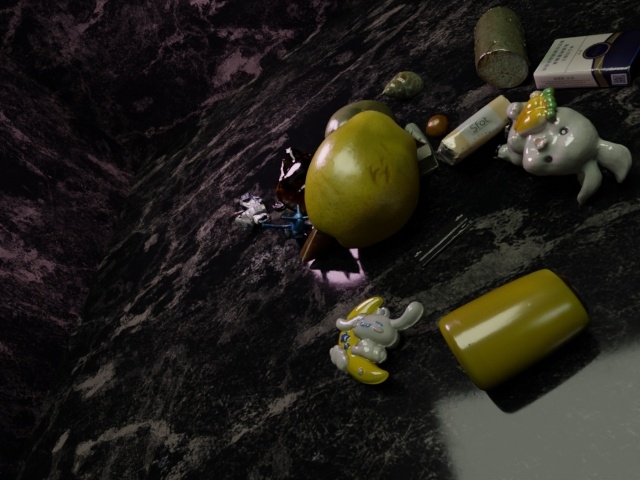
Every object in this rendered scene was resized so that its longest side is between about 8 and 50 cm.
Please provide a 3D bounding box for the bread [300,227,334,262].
[{"bbox_3d":[0.000,0.001,1.419,0.119,0.192,0.067,-27,70,-32],"label":"bread"}]

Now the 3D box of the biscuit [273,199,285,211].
[{"bbox_3d":[-0.172,-0.170,1.787,0.089,0.027,0.087,-25,44,25],"label":"biscuit"}]

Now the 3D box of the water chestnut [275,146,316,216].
[{"bbox_3d":[-0.036,-0.226,1.540,0.289,0.244,0.289,-22,40,19],"label":"water chestnut"}]

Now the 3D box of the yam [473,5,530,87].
[{"bbox_3d":[0.624,-0.665,1.394,0.168,0.168,0.304,-13,48,34],"label":"yam"}]

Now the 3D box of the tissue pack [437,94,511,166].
[{"bbox_3d":[0.472,-0.326,1.234,0.222,0.186,0.090,-36,84,11],"label":"tissue pack"}]

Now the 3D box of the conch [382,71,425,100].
[{"bbox_3d":[0.347,-0.649,1.681,0.173,0.106,0.116,-13,67,16],"label":"conch"}]

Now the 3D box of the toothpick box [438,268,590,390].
[{"bbox_3d":[0.410,0.180,0.850,0.271,0.175,0.175,-33,40,11],"label":"toothpick box"}]

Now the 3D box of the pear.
[{"bbox_3d":[0.134,-0.182,1.268,0.362,0.363,0.418,28,95,50],"label":"pear"}]

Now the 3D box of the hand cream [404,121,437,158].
[{"bbox_3d":[0.360,-0.368,1.451,0.050,0.080,0.234,-38,35,15],"label":"hand cream"}]

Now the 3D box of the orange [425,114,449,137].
[{"bbox_3d":[0.416,-0.405,1.428,0.085,0.085,0.085,-24,44,25],"label":"orange"}]

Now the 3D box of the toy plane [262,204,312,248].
[{"bbox_3d":[-0.085,-0.047,1.480,0.254,0.271,0.104,-5,71,-8],"label":"toy plane"}]

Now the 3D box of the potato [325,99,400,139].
[{"bbox_3d":[0.169,-0.400,1.500,0.243,0.220,0.326,33,43,26],"label":"potato"}]

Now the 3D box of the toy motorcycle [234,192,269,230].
[{"bbox_3d":[-0.323,-0.131,1.842,0.150,0.102,0.221,-24,42,-6],"label":"toy motorcycle"}]

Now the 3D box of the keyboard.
[{"bbox_3d":[0.360,-0.003,1.178,0.198,0.010,0.063,-42,37,5],"label":"keyboard"}]

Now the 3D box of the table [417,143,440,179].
[{"bbox_3d":[0.350,-0.263,1.353,0.079,0.083,0.062,-26,42,24],"label":"table"}]

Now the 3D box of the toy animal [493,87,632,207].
[{"bbox_3d":[0.589,-0.242,1.017,0.182,0.247,0.310,-55,21,16],"label":"toy animal"}]

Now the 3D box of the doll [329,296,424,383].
[{"bbox_3d":[0.135,0.257,1.077,0.252,0.111,0.237,0,56,53],"label":"doll"}]

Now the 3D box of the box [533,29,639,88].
[{"bbox_3d":[0.802,-0.532,1.190,0.259,0.071,0.168,21,72,50],"label":"box"}]
